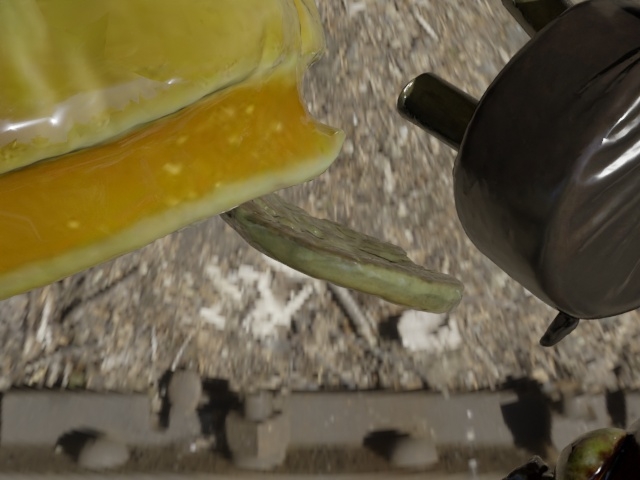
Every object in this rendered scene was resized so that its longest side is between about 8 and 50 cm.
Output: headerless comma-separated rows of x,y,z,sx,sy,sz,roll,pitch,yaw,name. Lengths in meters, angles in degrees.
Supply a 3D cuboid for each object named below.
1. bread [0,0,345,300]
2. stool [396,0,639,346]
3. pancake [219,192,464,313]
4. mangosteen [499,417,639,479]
-0.170,-0.136,0.670,0.300,0.210,0.341,-15,86,8,bread
0.122,-0.063,0.702,0.125,0.121,0.217,3,123,-43,stool
-0.001,0.001,1.303,0.222,0.236,0.042,15,102,-49,pancake
0.248,0.201,1.178,0.265,0.228,0.228,14,107,8,mangosteen
